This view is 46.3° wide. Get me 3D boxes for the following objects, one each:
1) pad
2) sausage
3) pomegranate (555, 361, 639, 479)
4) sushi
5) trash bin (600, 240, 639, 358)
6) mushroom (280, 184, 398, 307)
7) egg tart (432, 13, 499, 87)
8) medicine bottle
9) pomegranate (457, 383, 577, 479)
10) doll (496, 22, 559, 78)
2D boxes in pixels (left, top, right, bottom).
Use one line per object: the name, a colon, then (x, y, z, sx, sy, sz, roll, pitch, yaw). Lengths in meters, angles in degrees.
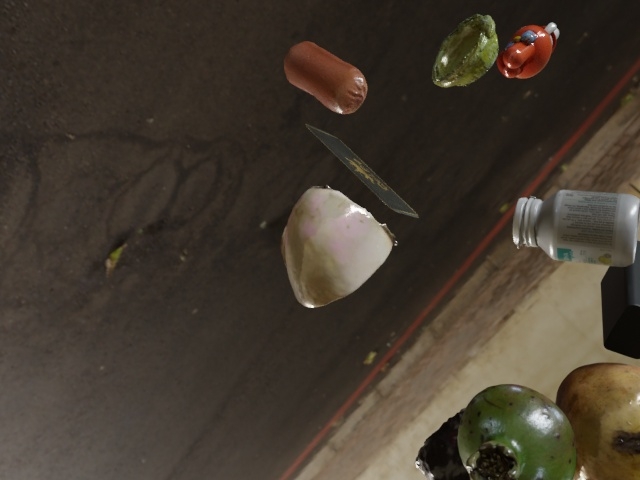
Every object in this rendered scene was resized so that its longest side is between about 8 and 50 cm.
pad: (0.149, -0.211, 2.109, 0.063, 0.375, 0.315, -49, 159, 14)
sausage: (0.005, -0.265, 1.209, 0.077, 0.194, 0.077, -22, 131, -27)
pomegranate: (0.661, 0.432, 1.668, 0.322, 0.322, 0.322, -36, 158, -17)
sushi: (0.409, 0.579, 1.828, 0.281, 0.294, 0.299, -26, 139, -6)
trash bin: (0.720, 0.136, 1.708, 0.225, 0.115, 0.165, -63, 169, -48)
mushroom: (-0.017, 0.011, 1.408, 0.236, 0.162, 0.173, -4, -141, 47)
egg tart: (0.336, -0.426, 1.726, 0.078, 0.197, 0.197, 36, 105, -24)
medicine bottle: (0.476, -0.026, 1.398, 0.135, 0.215, 0.135, 6, 90, -65)
pomegranate: (0.388, 0.425, 1.471, 0.242, 0.242, 0.306, -51, -176, 21)
doll: (0.596, -0.543, 2.155, 0.290, 0.130, 0.161, -35, 164, -39)
